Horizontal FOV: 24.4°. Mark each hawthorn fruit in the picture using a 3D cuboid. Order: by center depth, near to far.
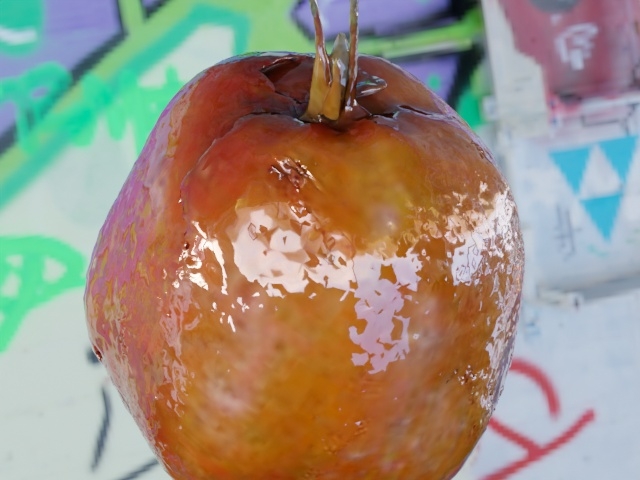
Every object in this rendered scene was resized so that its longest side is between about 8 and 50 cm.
[{"bbox_3d":[0.000,0.000,0.686,0.211,0.299,0.211,7,-139,-6],"label":"hawthorn fruit"}]
